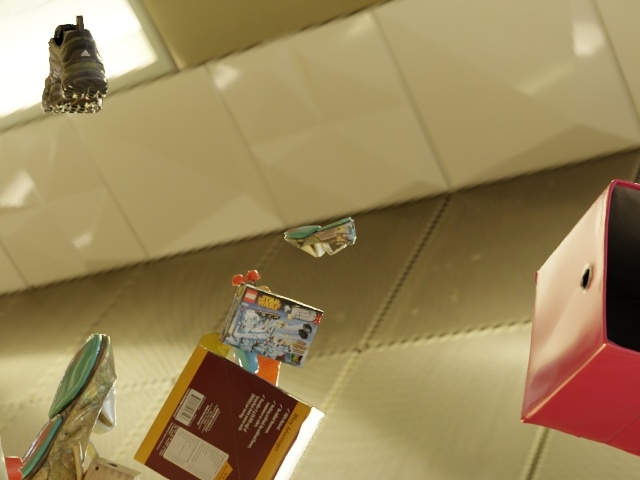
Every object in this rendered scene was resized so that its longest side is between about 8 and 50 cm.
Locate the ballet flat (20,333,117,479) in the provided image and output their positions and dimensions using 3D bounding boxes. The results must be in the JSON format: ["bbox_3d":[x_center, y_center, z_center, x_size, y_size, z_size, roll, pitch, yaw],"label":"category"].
[{"bbox_3d":[-0.391,0.301,1.972,0.123,0.123,0.348,-16,-148,25],"label":"ballet flat"}]

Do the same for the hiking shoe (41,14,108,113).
[{"bbox_3d":[-0.344,-0.244,1.715,0.086,0.114,0.227,-1,175,-24],"label":"hiking shoe"}]

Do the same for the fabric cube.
[{"bbox_3d":[0.436,0.115,1.612,0.258,0.259,0.254,118,-14,-57],"label":"fabric cube"}]

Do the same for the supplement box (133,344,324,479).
[{"bbox_3d":[-0.130,0.287,1.789,0.191,0.194,0.129,-61,166,-7],"label":"supplement box"}]

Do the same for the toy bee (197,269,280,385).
[{"bbox_3d":[-0.095,0.138,2.046,0.195,0.162,0.298,-4,151,-38],"label":"toy bee"}]

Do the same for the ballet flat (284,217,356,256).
[{"bbox_3d":[0.000,0.000,1.451,0.114,0.041,0.041,-10,-153,48],"label":"ballet flat"}]

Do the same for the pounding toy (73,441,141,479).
[{"bbox_3d":[-0.337,0.377,1.831,0.141,0.100,0.130,112,-2,-82],"label":"pounding toy"}]

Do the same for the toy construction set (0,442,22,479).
[{"bbox_3d":[-0.452,0.297,1.217,0.328,0.151,0.215,-11,-159,-21],"label":"toy construction set"}]

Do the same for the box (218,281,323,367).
[{"bbox_3d":[-0.073,0.127,1.822,0.027,0.137,0.094,27,-85,64],"label":"box"}]
